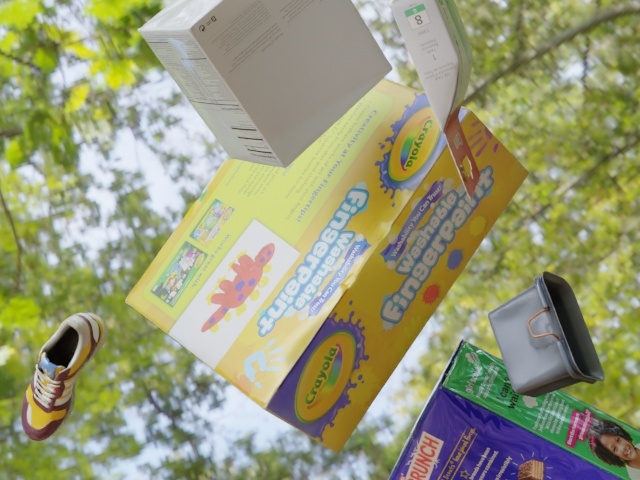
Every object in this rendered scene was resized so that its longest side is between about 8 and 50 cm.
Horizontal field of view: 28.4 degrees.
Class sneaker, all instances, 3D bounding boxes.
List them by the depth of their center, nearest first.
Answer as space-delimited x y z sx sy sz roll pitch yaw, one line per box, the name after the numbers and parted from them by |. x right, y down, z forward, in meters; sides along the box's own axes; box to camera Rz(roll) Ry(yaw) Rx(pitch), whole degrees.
-0.347 0.176 1.633 0.185 0.070 0.084 -65 -14 4 | sneaker

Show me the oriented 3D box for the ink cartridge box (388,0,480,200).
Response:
0.148 -0.169 1.377 0.056 0.181 0.224 -23 -83 15 | ink cartridge box

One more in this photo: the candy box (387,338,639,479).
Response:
0.271 0.329 1.752 0.317 0.122 0.268 26 -54 5 | candy box

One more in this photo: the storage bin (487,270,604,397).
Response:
0.256 0.117 1.479 0.091 0.135 0.098 -30 -27 26 | storage bin

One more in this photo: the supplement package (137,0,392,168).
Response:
-0.065 -0.228 1.505 0.194 0.149 0.203 -44 -63 -18 | supplement package

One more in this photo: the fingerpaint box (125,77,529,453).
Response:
0.000 0.000 1.699 0.163 0.371 0.444 39 -97 -40 | fingerpaint box
